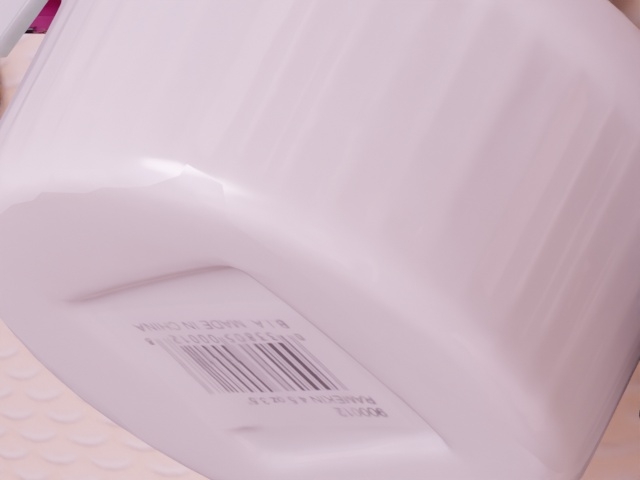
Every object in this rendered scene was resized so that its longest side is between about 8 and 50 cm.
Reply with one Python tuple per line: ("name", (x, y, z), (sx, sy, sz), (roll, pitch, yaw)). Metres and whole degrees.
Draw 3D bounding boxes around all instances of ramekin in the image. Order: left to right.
("ramekin", (0.000, 0.000, 0.691), (0.277, 0.277, 0.135), (-19, 38, 53))

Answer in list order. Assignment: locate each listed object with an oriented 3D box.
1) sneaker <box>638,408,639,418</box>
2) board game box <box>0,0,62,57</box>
("sneaker", (0.188, -0.002, 0.606), (0.085, 0.086, 0.237), (46, 133, 23))
("board game box", (-0.098, -0.336, 0.722), (0.390, 0.050, 0.390), (-42, 63, 44))
